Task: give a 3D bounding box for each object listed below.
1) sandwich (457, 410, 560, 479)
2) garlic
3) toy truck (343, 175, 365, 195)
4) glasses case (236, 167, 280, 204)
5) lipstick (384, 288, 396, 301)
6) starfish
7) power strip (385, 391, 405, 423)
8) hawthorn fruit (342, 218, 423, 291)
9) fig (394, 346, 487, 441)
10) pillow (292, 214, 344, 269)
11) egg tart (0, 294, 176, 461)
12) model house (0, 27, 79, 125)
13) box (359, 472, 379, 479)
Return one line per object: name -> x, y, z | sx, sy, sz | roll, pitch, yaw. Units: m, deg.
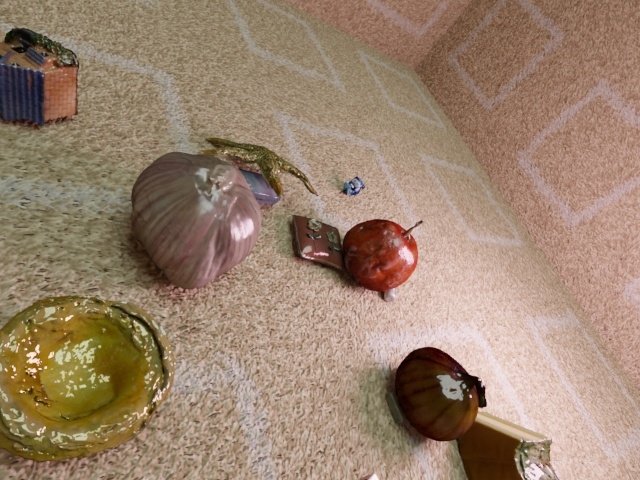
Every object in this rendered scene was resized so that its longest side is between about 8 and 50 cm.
sandwich -> 0.498, 0.551, 1.097 | 0.155, 0.198, 0.227 | 16, 46, -31
garlic -> -0.268, -0.058, 0.921 | 0.317, 0.259, 0.317 | 22, 40, -20
toy truck -> 0.119, -0.206, 1.562 | 0.090, 0.073, 0.056 | -17, 67, -50
glasses case -> -0.240, -0.163, 1.197 | 0.282, 0.067, 0.109 | 4, 46, -39
lipstick -> 0.234, 0.143, 1.368 | 0.040, 0.040, 0.141 | 31, 39, -17
starfish -> -0.184, -0.239, 1.246 | 0.357, 0.078, 0.347 | 3, 36, -46
power strip -> 0.194, 0.436, 1.066 | 0.017, 0.027, 0.083 | 7, 51, -40
hawthorn fruit -> 0.210, 0.024, 1.264 | 0.242, 0.271, 0.242 | 44, 26, -28
fig -> 0.314, 0.397, 1.078 | 0.235, 0.214, 0.235 | 25, 17, -8
pillow -> 0.000, 0.000, 1.258 | 0.179, 0.075, 0.171 | 18, 46, -33
egg tart -> -0.387, 0.217, 0.668 | 0.288, 0.118, 0.288 | 24, 41, -22
model house -> -0.685, -0.373, 0.921 | 0.183, 0.166, 0.172 | 34, 41, 5
box -> 0.111, 0.572, 0.850 | 0.089, 0.043, 0.125 | -17, 67, -49
